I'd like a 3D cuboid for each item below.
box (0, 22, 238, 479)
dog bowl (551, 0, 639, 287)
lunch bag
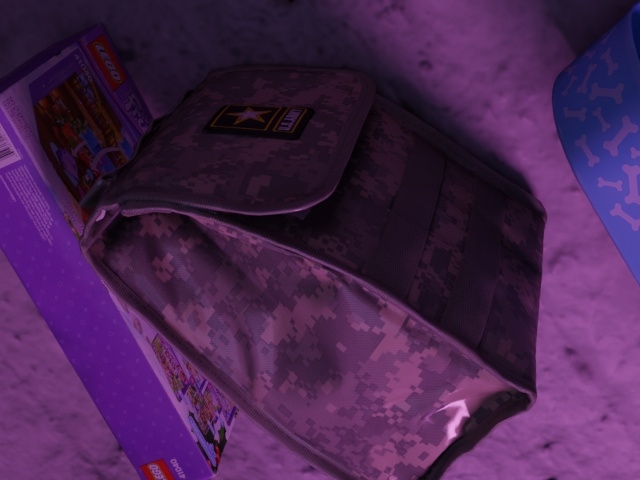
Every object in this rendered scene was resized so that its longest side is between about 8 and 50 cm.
[{"bbox_3d":[-0.141,0.007,0.810,0.057,0.201,0.293,-21,108,17],"label":"box"},{"bbox_3d":[0.253,-0.012,0.746,0.074,0.166,0.297,-28,96,33],"label":"dog bowl"},{"bbox_3d":[0.000,0.000,0.762,0.287,0.235,0.169,34,121,-7],"label":"lunch bag"}]
